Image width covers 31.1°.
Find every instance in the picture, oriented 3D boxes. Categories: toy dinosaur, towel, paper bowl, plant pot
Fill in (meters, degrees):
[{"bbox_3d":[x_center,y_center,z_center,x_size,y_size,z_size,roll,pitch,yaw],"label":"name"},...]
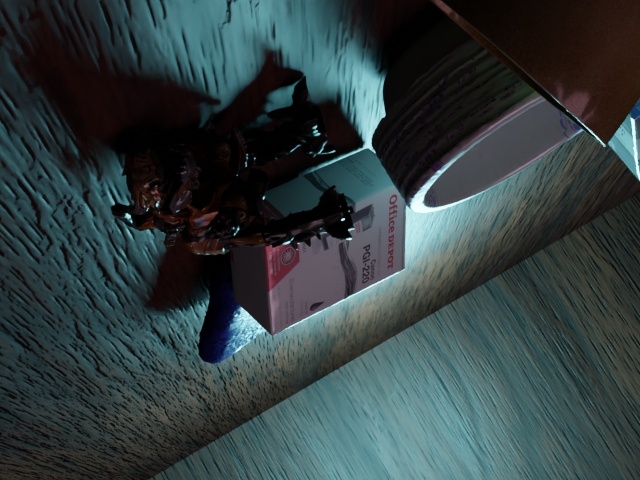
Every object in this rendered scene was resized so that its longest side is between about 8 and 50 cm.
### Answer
[{"bbox_3d":[-0.090,-0.053,1.169,0.218,0.164,0.322,-18,-173,7],"label":"toy dinosaur"},{"bbox_3d":[-0.074,0.056,1.654,0.228,0.076,0.308,-31,165,-22],"label":"towel"},{"bbox_3d":[0.183,-0.163,1.264,0.284,0.148,0.284,-30,167,-7],"label":"paper bowl"},{"bbox_3d":[0.233,-0.252,0.966,0.254,0.237,0.237,-50,163,10],"label":"plant pot"}]

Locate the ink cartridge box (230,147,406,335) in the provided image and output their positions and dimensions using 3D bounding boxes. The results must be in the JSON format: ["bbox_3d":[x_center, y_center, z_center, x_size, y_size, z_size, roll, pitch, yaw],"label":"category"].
[{"bbox_3d":[0.000,0.000,1.449,0.218,0.092,0.158,-27,136,-27],"label":"ink cartridge box"}]

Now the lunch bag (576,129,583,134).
[{"bbox_3d":[0.414,-0.202,1.848,0.083,0.053,0.071,-35,172,-31],"label":"lunch bag"}]

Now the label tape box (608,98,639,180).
[{"bbox_3d":[0.519,-0.245,1.635,0.241,0.106,0.333,-33,153,4],"label":"label tape box"}]
